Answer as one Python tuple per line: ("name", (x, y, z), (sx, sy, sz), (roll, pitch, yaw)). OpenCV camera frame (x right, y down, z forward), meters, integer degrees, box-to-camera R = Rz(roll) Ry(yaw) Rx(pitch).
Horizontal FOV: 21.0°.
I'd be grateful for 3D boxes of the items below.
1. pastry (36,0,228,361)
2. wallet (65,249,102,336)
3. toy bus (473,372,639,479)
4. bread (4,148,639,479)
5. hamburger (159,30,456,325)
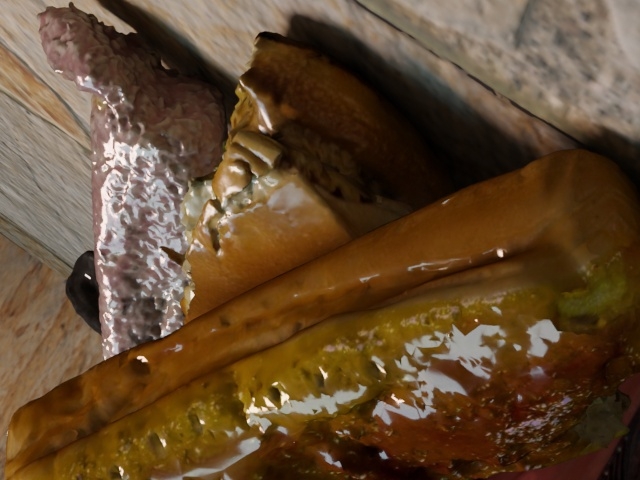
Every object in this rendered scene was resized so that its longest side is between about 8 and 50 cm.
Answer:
("pastry", (-0.107, -0.026, 1.121), (0.112, 0.103, 0.265), (-5, 122, 6))
("wallet", (-0.016, 0.126, 1.470), (0.406, 0.062, 0.228), (25, -171, -48))
("toy bus", (0.182, 0.212, 1.109), (0.203, 0.233, 0.427), (24, 162, 47))
("bread", (0.023, 0.091, 0.858), (0.380, 0.109, 0.185), (-27, 138, 27))
("hamburger", (0.000, 0.000, 0.954), (0.156, 0.144, 0.283), (27, 166, 2))
